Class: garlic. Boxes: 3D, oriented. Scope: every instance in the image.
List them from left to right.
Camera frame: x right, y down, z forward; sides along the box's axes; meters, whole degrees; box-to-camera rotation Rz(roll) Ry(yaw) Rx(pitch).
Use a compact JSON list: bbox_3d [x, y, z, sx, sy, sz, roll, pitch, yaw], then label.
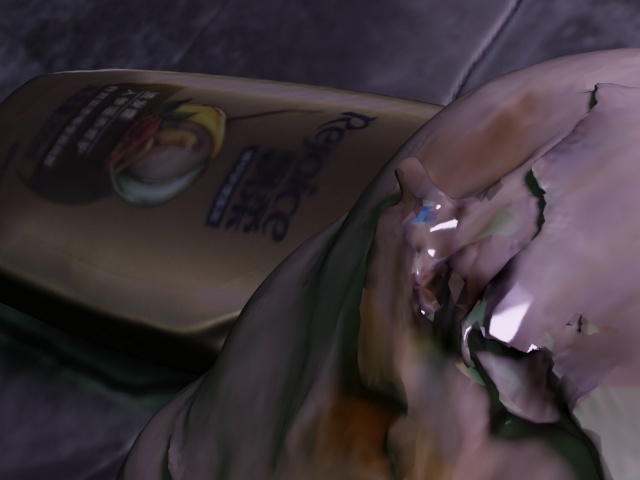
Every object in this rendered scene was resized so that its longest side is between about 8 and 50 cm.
[{"bbox_3d":[0.073,0.116,0.499,0.322,0.241,0.322,-170,90,-73],"label":"garlic"}]

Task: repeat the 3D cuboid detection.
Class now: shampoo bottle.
[{"bbox_3d":[0.000,0.000,0.756,0.350,0.084,0.125,11,63,40],"label":"shampoo bottle"}]
